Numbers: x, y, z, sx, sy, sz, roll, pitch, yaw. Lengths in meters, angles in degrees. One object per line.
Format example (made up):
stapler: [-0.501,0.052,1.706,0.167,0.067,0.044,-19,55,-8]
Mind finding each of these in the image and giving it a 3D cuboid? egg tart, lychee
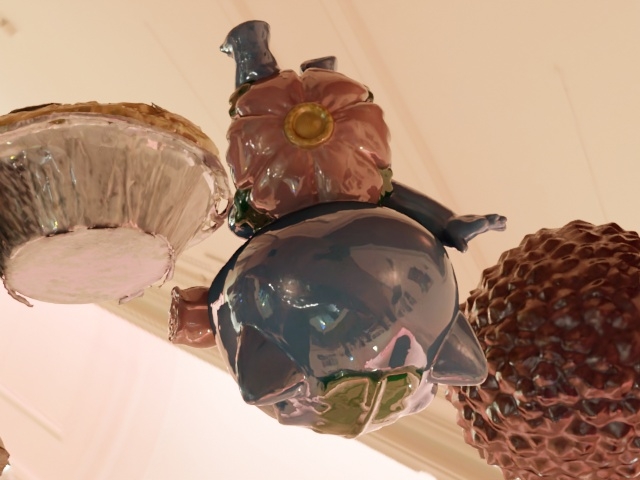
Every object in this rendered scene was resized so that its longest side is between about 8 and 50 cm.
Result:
egg tart: [-0.180,-0.014,0.696,0.234,0.234,0.094,-20,-118,16]
lychee: [0.173,0.084,0.616,0.188,0.188,0.188,-18,-137,18]

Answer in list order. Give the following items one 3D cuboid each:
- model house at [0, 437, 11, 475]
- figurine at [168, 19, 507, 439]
model house: [-0.429,0.203,0.805,0.284,0.243,0.298,52,-55,46]
figurine: [-0.005,0.001,0.401,0.144,0.114,0.178,-41,-125,54]
